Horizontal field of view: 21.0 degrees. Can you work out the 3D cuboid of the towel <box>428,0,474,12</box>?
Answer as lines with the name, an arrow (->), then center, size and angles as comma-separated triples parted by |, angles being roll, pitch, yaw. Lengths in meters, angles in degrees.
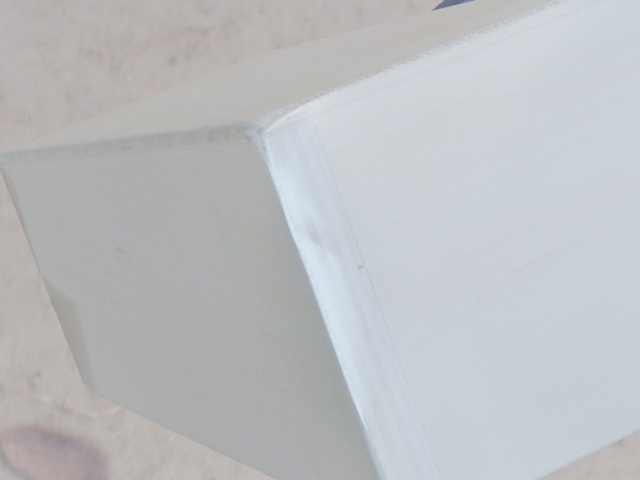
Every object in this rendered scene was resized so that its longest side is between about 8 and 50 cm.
towel -> 0.107, -0.149, 1.174 | 0.029, 0.119, 0.067 | 27, 65, -19

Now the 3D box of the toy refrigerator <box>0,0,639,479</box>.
toy refrigerator -> 0.000, 0.000, 0.450 | 0.102, 0.269, 0.094 | -23, 99, -19
